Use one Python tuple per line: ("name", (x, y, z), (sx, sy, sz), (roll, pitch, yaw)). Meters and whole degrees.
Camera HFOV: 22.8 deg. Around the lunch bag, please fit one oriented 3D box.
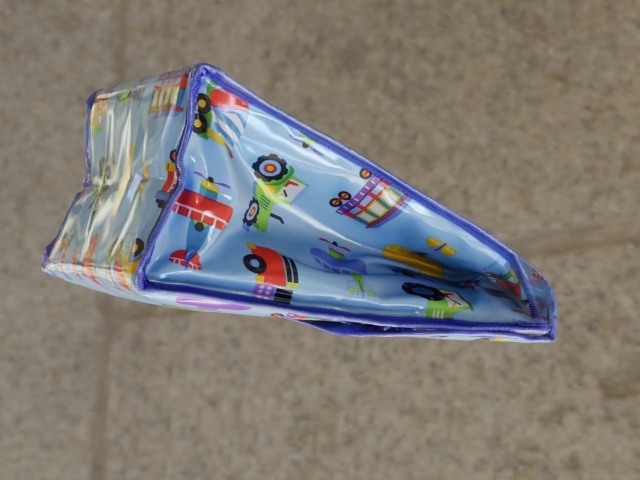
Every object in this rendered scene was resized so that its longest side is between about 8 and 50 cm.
("lunch bag", (0.000, 0.000, 1.016), (0.221, 0.293, 0.138), (3, 77, 67))
